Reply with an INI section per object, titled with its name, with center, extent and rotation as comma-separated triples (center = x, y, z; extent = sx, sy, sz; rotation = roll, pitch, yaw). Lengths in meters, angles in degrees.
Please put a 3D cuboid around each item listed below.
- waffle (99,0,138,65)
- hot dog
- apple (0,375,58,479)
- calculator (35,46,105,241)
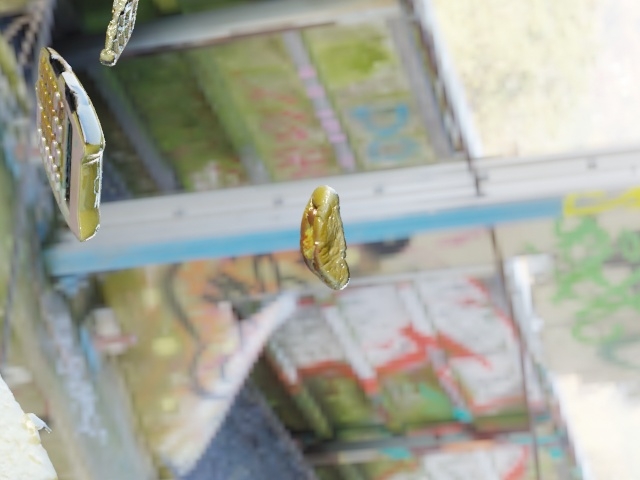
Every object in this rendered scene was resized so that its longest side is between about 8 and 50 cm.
[waffle]
center = -0.248, -0.305, 2.173
extent = 0.097, 0.023, 0.152
rotation = -73, 177, -55
[hot dog]
center = 0.000, 0.000, 1.432
extent = 0.030, 0.034, 0.090
rotation = 20, -57, 56
[apple]
center = -0.445, 0.323, 1.987
extent = 0.309, 0.252, 0.314
rotation = -56, -170, 35
[calculator]
center = -0.274, -0.112, 1.874
extent = 0.236, 0.033, 0.157
rotation = -123, -147, -48
